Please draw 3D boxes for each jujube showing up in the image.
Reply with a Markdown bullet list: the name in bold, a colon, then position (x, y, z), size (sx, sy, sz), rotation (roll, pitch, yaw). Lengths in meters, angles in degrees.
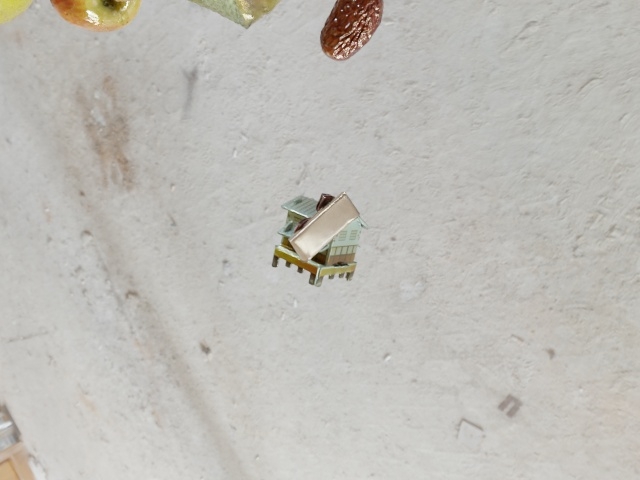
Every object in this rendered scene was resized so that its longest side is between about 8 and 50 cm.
- **jujube**: position (0.071, -0.504, 1.150), size (0.176, 0.109, 0.112), rotation (-54, 32, 25)

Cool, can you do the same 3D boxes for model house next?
- **model house**: position (0.000, 0.000, 1.438), size (0.224, 0.199, 0.215), rotation (24, 109, 37)

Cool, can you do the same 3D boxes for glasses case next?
- **glasses case**: position (-0.007, -0.049, 1.234), size (0.102, 0.193, 0.070), rotation (52, 170, -31)

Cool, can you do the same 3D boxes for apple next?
- **apple**: position (-0.362, -0.407, 0.788), size (0.147, 0.147, 0.146), rotation (16, 118, 33)

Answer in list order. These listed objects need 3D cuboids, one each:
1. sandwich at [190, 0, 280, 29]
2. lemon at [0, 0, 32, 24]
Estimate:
- **sandwich**: position (-0.168, -0.384, 0.583), size (0.226, 0.251, 0.087), rotation (34, 87, 22)
- **lemon**: position (-0.779, -0.621, 1.101), size (0.322, 0.268, 0.267), rotation (9, 115, 44)
